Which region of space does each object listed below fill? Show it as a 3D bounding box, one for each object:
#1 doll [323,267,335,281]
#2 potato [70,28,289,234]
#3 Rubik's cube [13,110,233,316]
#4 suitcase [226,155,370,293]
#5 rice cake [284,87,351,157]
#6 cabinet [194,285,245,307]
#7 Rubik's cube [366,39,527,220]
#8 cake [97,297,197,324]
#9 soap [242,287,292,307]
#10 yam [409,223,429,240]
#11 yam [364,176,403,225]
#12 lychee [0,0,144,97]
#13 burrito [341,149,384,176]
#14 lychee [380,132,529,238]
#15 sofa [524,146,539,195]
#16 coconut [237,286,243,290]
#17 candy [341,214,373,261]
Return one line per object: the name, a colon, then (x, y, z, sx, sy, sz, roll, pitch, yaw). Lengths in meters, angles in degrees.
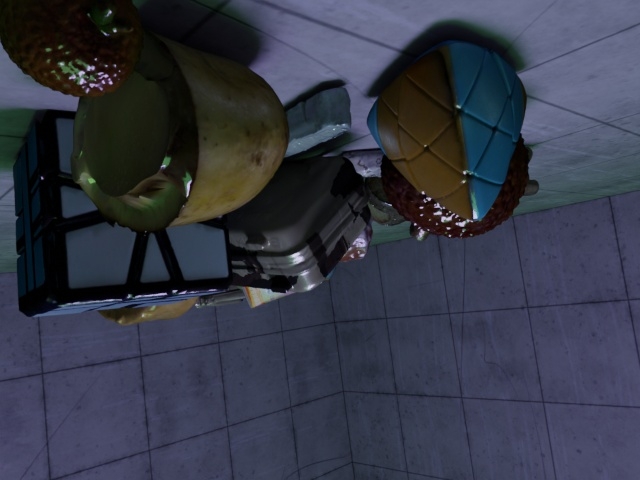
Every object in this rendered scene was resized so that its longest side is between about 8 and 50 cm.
doll: (0.000, 0.000, 1.794, 0.161, 0.261, 0.177, 29, 156, -24)
potato: (-0.151, -0.124, 0.647, 0.242, 0.243, 0.285, -2, 166, -39)
Rubik's cube: (-0.340, -0.029, 0.915, 0.293, 0.289, 0.283, 0, 171, -34)
suitcase: (-0.080, -0.063, 1.096, 0.351, 0.194, 0.339, 2, -142, 42)
rice cake: (-0.066, -0.172, 0.908, 0.062, 0.066, 0.336, -8, 176, -41)
cabinet: (-0.266, 0.066, 1.874, 0.317, 0.290, 0.227, -12, 172, 35)
Rubik's cube: (0.224, -0.149, 0.775, 0.254, 0.255, 0.254, -7, 174, -1)
cake: (-0.401, 0.049, 1.412, 0.332, 0.333, 0.321, -11, 175, 30)
soap: (-0.114, 0.036, 1.324, 0.199, 0.182, 0.138, -20, -141, -6)
yam: (0.285, -0.106, 1.325, 0.061, 0.061, 0.253, -4, 135, -26)
yam: (0.180, -0.121, 1.350, 0.153, 0.154, 0.254, -7, 169, 1)
lychee: (-0.211, -0.179, 0.459, 0.146, 0.114, 0.114, 5, -178, 33)
burrito: (0.141, -0.171, 1.204, 0.203, 0.064, 0.064, -5, 174, -11)
lychee: (0.237, -0.120, 0.975, 0.260, 0.261, 0.260, -7, 174, -1)
sofa: (0.399, -0.124, 1.378, 0.199, 0.182, 0.258, -5, 174, -26)
coconut: (-0.125, 0.000, 1.555, 0.328, 0.329, 0.281, -1, -147, -46)
candy: (0.041, -0.056, 1.342, 0.157, 0.215, 0.289, -8, -161, -6)
